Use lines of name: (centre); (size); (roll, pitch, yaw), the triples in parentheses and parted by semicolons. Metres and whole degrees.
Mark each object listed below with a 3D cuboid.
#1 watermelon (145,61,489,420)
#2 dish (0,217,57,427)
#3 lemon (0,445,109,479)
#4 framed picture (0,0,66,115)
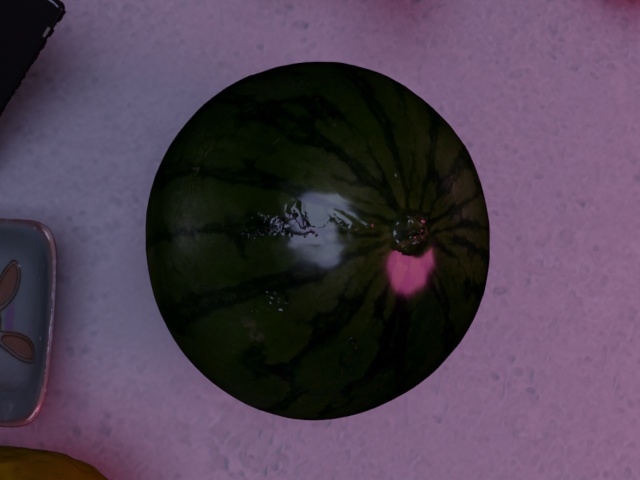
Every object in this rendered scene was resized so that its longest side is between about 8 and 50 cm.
watermelon: (-0.002, 0.000, 0.499); (0.242, 0.242, 0.242); (0, 88, -6)
dish: (-0.304, 0.056, 0.546); (0.212, 0.077, 0.151); (3, 85, -6)
lemon: (-0.246, 0.258, 0.461); (0.310, 0.253, 0.254); (-15, 89, 1)
framed picture: (-0.372, -0.171, 0.500); (0.324, 0.013, 0.244); (37, 113, -14)
